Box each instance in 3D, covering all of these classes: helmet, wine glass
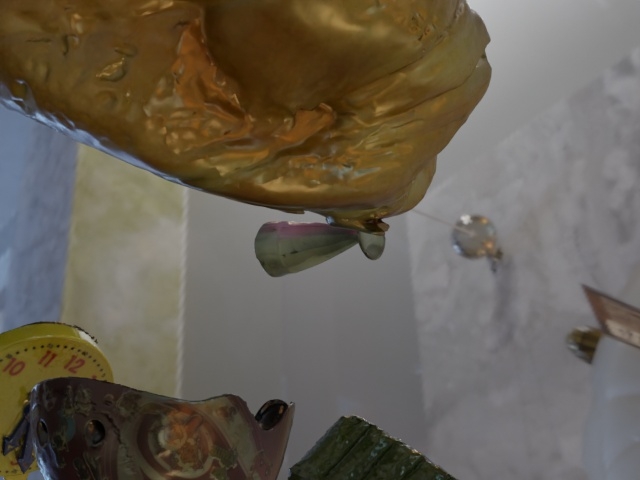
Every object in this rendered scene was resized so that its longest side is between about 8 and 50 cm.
[{"bbox_3d":[-0.106,0.152,0.717,0.153,0.177,0.107,-6,-106,36],"label":"helmet"},{"bbox_3d":[0.000,0.000,1.380,0.155,0.073,0.073,-11,-118,32],"label":"wine glass"}]

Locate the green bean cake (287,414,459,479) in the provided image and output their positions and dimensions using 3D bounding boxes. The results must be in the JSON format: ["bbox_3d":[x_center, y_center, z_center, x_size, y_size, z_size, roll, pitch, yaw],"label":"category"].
[{"bbox_3d":[0.096,0.373,1.427,0.250,0.247,0.156,26,-119,34],"label":"green bean cake"}]

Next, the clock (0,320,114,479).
[{"bbox_3d":[-0.457,0.263,1.734,0.293,0.277,0.071,-53,-134,6],"label":"clock"}]

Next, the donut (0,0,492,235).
[{"bbox_3d":[-0.059,-0.128,0.681,0.360,0.360,0.170,38,-70,57],"label":"donut"}]
